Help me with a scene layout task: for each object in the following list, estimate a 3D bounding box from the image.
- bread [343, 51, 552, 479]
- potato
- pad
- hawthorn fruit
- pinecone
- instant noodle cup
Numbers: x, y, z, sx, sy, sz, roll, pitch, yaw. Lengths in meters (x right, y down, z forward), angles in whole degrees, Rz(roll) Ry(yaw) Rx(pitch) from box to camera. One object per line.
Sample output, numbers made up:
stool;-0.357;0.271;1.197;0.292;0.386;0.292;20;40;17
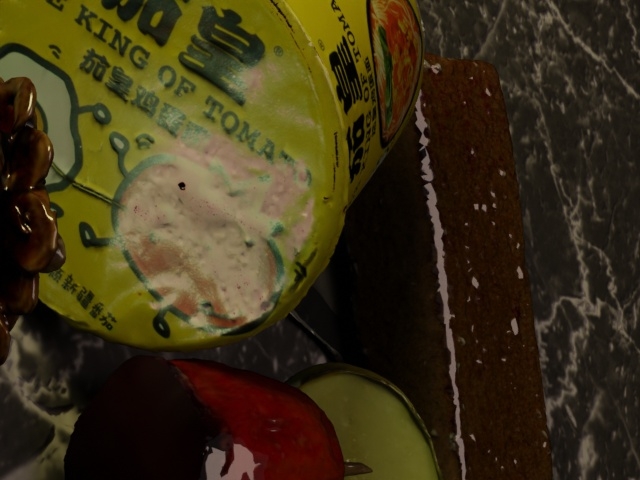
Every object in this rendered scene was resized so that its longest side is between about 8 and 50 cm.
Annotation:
bread;0.105;0.046;1.572;0.165;0.113;0.417;3;78;-49
potato;0.025;0.227;1.448;0.111;0.160;0.272;-130;-158;-83
pad;0.001;0.000;1.561;0.233;0.022;0.174;48;47;-31
hawthorn fruit;-0.066;0.168;1.301;0.251;0.189;0.189;-6;84;-43
pinecone;-0.281;-0.025;1.088;0.272;0.224;0.224;12;69;-28
instant noodle cup;-0.082;-0.115;1.297;0.326;0.325;0.254;65;31;-12
